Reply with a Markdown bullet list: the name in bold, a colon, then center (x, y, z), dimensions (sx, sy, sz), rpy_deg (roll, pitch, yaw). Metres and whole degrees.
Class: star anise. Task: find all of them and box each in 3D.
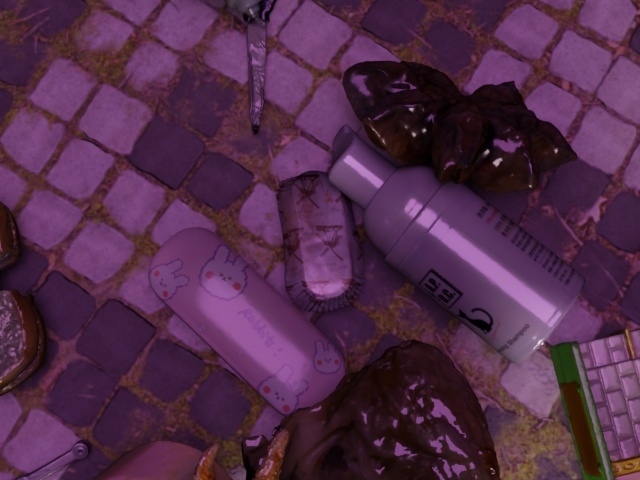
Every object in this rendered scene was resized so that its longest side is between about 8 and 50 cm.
- **star anise**: center (0.175, -0.151, 1.270), dimensions (0.315, 0.315, 0.108), rpy_deg (16, 121, 2)

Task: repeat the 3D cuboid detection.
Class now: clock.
- **clock**: center (0.449, 0.209, 1.261), dimensions (0.255, 0.106, 0.220), rpy_deg (-13, 81, -4)

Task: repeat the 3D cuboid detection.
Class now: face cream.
- **face cream**: center (0.147, -0.009, 1.274), dimensions (0.369, 0.145, 0.145), rpy_deg (37, 82, 6)

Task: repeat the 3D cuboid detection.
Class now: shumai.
- **shumai**: center (0.059, 0.295, 1.167), dimensions (0.283, 0.217, 0.346), rpy_deg (-7, 103, -8)

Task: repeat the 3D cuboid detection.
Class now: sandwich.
- **sandwich**: center (-0.490, 0.081, 1.271), dimensions (0.249, 0.095, 0.273), rpy_deg (-17, 80, -7)

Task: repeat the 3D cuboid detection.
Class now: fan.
- **fan**: center (-0.416, 0.336, 1.266), dimensions (0.282, 0.023, 0.057), rpy_deg (-28, 81, -4)

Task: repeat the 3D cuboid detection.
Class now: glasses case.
- **glasses case**: center (-0.095, 0.106, 1.283), dimensions (0.297, 0.075, 0.113), rpy_deg (43, 80, 5)

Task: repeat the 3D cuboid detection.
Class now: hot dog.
- **hot dog**: center (0.000, 0.000, 1.313), dimensions (0.108, 0.059, 0.191), rpy_deg (-4, 75, -10)

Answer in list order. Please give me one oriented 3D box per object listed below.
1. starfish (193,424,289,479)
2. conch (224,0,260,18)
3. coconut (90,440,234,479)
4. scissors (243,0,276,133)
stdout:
- **starfish**: center (-0.078, 0.344, 1.056), dimensions (0.060, 0.299, 0.302), rpy_deg (16, 107, 40)
- **conch**: center (-0.178, -0.476, 1.320), dimensions (0.249, 0.197, 0.368), rpy_deg (-18, 72, 30)
- **coconut**: center (-0.187, 0.360, 1.171), dimensions (0.259, 0.259, 0.259), rpy_deg (0, 80, -1)
- **scissors**: center (-0.089, -0.293, 1.377), dimensions (0.109, 0.022, 0.300), rpy_deg (0, 79, 2)
